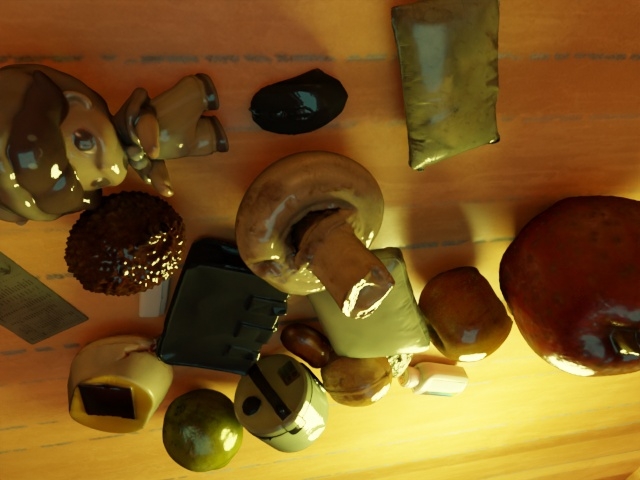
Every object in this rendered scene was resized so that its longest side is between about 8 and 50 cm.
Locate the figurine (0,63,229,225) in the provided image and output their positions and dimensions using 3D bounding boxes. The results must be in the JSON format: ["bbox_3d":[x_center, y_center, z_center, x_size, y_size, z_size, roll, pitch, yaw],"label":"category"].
[{"bbox_3d":[-0.336,-0.156,0.675,0.381,0.203,0.248,-16,148,-18],"label":"figurine"}]

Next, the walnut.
[{"bbox_3d":[0.095,0.363,1.219,0.197,0.165,0.165,-10,143,43],"label":"walnut"}]

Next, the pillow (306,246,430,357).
[{"bbox_3d":[0.102,0.157,1.058,0.255,0.119,0.322,-9,126,19],"label":"pillow"}]

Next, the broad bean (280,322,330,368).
[{"bbox_3d":[-0.036,0.267,1.173,0.114,0.084,0.165,-31,127,31],"label":"broad bean"}]

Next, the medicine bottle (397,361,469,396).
[{"bbox_3d":[0.345,0.433,1.413,0.219,0.078,0.115,14,127,-24],"label":"medicine bottle"}]

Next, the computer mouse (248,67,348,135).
[{"bbox_3d":[-0.036,-0.225,0.765,0.172,0.057,0.099,-11,134,-1],"label":"computer mouse"}]

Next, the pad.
[{"bbox_3d":[-0.644,0.126,0.950,0.160,0.009,0.265,-25,132,7],"label":"pad"}]

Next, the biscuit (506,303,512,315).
[{"bbox_3d":[0.624,0.151,1.269,0.212,0.036,0.212,-7,130,-8],"label":"biscuit"}]

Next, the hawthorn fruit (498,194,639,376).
[{"bbox_3d":[0.604,0.108,0.984,0.403,0.403,0.402,-7,131,-8],"label":"hawthorn fruit"}]

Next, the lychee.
[{"bbox_3d":[-0.337,0.005,0.797,0.200,0.200,0.238,31,146,-33],"label":"lychee"}]

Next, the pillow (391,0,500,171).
[{"bbox_3d":[0.227,-0.268,0.784,0.185,0.075,0.302,-18,129,-1],"label":"pillow"}]

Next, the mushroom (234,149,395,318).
[{"bbox_3d":[0.000,0.000,0.808,0.293,0.290,0.292,-14,129,-18],"label":"mushroom"}]

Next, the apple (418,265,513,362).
[{"bbox_3d":[0.355,0.176,1.112,0.207,0.237,0.237,-31,132,-8],"label":"apple"}]

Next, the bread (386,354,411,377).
[{"bbox_3d":[0.198,0.339,1.305,0.118,0.064,0.156,2,131,-17],"label":"bread"}]

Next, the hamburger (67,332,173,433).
[{"bbox_3d":[-0.480,0.339,1.085,0.227,0.151,0.295,19,131,-20],"label":"hamburger"}]

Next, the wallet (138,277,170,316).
[{"bbox_3d":[-0.369,0.123,1.005,0.061,0.025,0.122,2,129,-24],"label":"wallet"}]

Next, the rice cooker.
[{"bbox_3d":[-0.102,0.427,1.206,0.226,0.226,0.244,-25,136,8],"label":"rice cooker"}]

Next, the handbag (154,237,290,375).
[{"bbox_3d":[-0.198,0.159,1.020,0.269,0.118,0.325,18,125,-18],"label":"handbag"}]

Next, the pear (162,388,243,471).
[{"bbox_3d":[-0.319,0.515,1.236,0.212,0.212,0.269,-21,127,4],"label":"pear"}]
